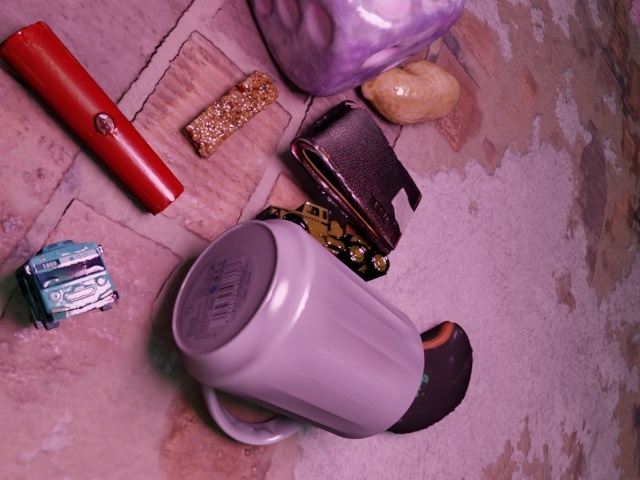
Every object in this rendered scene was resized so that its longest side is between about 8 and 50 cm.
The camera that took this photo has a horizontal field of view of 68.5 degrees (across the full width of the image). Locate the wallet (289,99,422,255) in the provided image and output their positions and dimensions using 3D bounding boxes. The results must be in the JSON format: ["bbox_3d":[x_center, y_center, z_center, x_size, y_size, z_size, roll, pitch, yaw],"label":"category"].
[{"bbox_3d":[0.083,-0.127,0.879,0.262,0.071,0.221,50,38,-10],"label":"wallet"}]

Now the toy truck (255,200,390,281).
[{"bbox_3d":[-0.002,0.004,0.833,0.257,0.127,0.127,16,60,-35],"label":"toy truck"}]

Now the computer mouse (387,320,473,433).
[{"bbox_3d":[0.231,0.287,0.985,0.323,0.116,0.182,-17,100,-39],"label":"computer mouse"}]

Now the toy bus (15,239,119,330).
[{"bbox_3d":[-0.306,0.051,0.558,0.079,0.160,0.091,-21,96,-38],"label":"toy bus"}]

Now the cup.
[{"bbox_3d":[-0.055,0.164,0.698,0.323,0.237,0.327,-47,129,6],"label":"cup"}]

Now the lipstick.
[{"bbox_3d":[-0.302,-0.159,0.643,0.279,0.073,0.073,52,57,-21],"label":"lipstick"}]

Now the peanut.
[{"bbox_3d":[0.198,-0.322,1.026,0.253,0.122,0.137,-18,84,-34],"label":"peanut"}]

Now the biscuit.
[{"bbox_3d":[-0.147,-0.218,0.793,0.064,0.034,0.199,52,57,-20],"label":"biscuit"}]

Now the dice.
[{"bbox_3d":[0.056,-0.423,0.794,0.270,0.271,0.270,-30,98,-22],"label":"dice"}]
